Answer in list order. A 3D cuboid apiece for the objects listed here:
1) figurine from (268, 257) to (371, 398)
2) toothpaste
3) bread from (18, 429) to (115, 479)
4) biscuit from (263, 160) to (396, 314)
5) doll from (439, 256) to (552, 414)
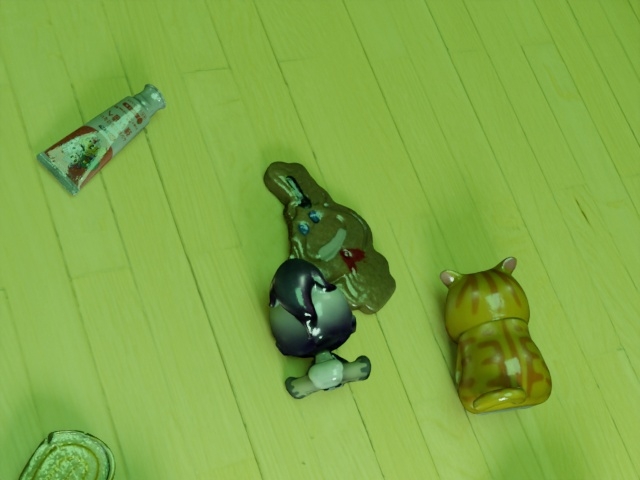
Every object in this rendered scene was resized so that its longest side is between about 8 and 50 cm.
[{"bbox_3d":[-0.019,0.138,1.545,0.145,0.145,0.222,-13,78,-29],"label":"figurine"},{"bbox_3d":[-0.358,-0.175,1.599,0.089,0.057,0.234,45,64,0],"label":"toothpaste"},{"bbox_3d":[-0.359,0.341,1.336,0.117,0.064,0.156,32,58,-2],"label":"bread"},{"bbox_3d":[0.006,-0.006,1.686,0.183,0.047,0.320,-19,74,-34],"label":"biscuit"},{"bbox_3d":[0.302,0.180,1.665,0.166,0.162,0.270,-7,58,-12],"label":"doll"}]
